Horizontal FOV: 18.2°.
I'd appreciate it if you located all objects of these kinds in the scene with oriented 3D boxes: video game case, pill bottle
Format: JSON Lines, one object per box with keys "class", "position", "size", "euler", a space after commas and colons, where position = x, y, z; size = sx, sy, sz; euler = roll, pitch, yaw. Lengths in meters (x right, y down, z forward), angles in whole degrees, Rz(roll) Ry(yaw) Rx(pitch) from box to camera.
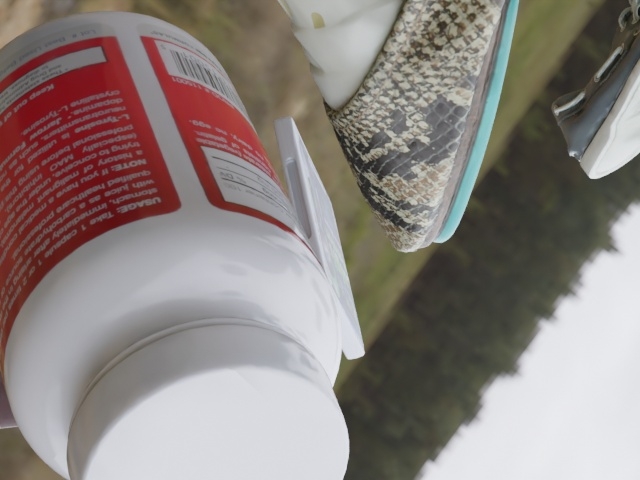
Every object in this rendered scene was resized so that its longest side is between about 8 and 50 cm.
{"class": "video game case", "position": [0.000, 0.000, 1.872], "size": [0.022, 0.173, 0.190], "euler": [-15, 154, 5]}
{"class": "pill bottle", "position": [-0.119, 0.030, 1.385], "size": [0.229, 0.229, 0.408], "euler": [-51, -145, 19]}

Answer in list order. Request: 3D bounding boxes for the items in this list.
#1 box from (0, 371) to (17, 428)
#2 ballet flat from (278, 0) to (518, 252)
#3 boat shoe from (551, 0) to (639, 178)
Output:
{"class": "box", "position": [-0.196, 0.064, 1.696], "size": [0.168, 0.203, 0.167], "euler": [-176, -97, -71]}
{"class": "ballet flat", "position": [0.067, -0.213, 1.134], "size": [0.164, 0.182, 0.483], "euler": [-100, -152, -53]}
{"class": "boat shoe", "position": [0.312, -0.189, 1.952], "size": [0.116, 0.099, 0.319], "euler": [-22, 155, -31]}
